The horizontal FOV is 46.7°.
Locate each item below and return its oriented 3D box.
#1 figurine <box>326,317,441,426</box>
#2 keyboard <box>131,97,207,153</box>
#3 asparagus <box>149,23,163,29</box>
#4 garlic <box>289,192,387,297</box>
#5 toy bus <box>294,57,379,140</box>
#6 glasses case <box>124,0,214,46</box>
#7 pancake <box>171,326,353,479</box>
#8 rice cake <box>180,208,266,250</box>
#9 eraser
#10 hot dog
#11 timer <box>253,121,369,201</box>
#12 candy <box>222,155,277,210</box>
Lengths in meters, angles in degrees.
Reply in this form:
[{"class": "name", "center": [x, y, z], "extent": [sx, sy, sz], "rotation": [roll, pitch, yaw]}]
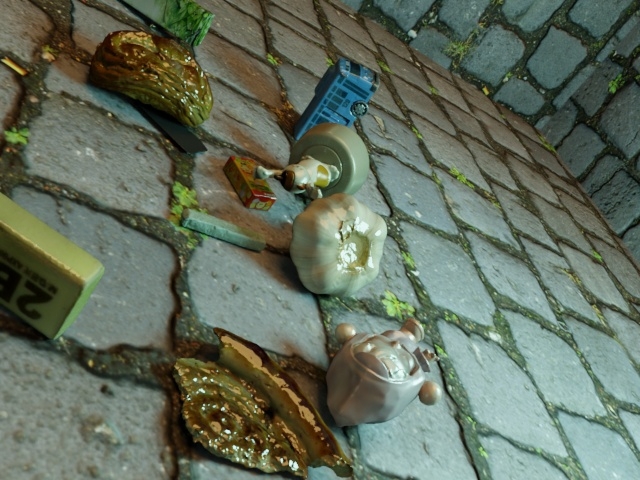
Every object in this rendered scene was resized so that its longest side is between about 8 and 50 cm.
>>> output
[{"class": "figurine", "center": [0.103, 0.211, 1.196], "extent": [0.200, 0.133, 0.276], "rotation": [35, 19, 20]}, {"class": "keyboard", "center": [-0.316, -0.242, 1.506], "extent": [0.196, 0.015, 0.074], "rotation": [43, 30, 10]}, {"class": "asparagus", "center": [-0.381, -0.542, 1.896], "extent": [0.016, 0.013, 0.166], "rotation": [37, 24, 21]}, {"class": "garlic", "center": [0.000, 0.000, 1.413], "extent": [0.199, 0.199, 0.226], "rotation": [18, 0, -35]}, {"class": "toy bus", "center": [0.038, -0.336, 1.855], "extent": [0.133, 0.234, 0.116], "rotation": [29, 28, -14]}, {"class": "glasses case", "center": [-0.400, -0.594, 1.836], "extent": [0.272, 0.095, 0.062], "rotation": [35, 19, 3]}, {"class": "pancake", "center": [-0.083, 0.219, 1.025], "extent": [0.257, 0.056, 0.212], "rotation": [25, 29, -26]}, {"class": "rice cake", "center": [-0.171, -0.018, 1.318], "extent": [0.171, 0.029, 0.033], "rotation": [19, 29, -33]}, {"class": "eraser", "center": [-0.363, 0.031, 0.902], "extent": [0.172, 0.117, 0.058], "rotation": [36, 31, -5]}, {"class": "hot dog", "center": [-0.323, -0.331, 1.490], "extent": [0.259, 0.114, 0.175], "rotation": [19, 36, -27]}, {"class": "timer", "center": [-0.018, -0.140, 1.534], "extent": [0.175, 0.175, 0.266], "rotation": [41, 26, 5]}, {"class": "candy", "center": [-0.143, -0.116, 1.496], "extent": [0.062, 0.038, 0.122], "rotation": [8, 40, -46]}]
